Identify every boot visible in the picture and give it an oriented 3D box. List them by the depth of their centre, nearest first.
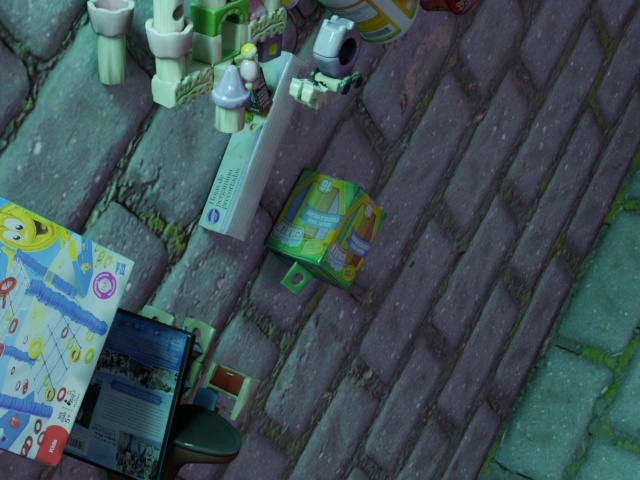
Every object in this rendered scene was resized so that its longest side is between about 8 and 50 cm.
[{"bbox_3d":[-0.241,0.401,2.119,0.096,0.264,0.280,-65,155,-57],"label":"boot"}]

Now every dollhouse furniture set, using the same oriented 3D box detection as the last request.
[{"bbox_3d":[-0.203,0.199,2.131,0.129,0.183,0.129,23,87,-58],"label":"dollhouse furniture set"}]

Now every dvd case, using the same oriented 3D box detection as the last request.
[{"bbox_3d":[-0.300,0.237,2.016,0.022,0.180,0.253,-12,118,-70],"label":"dvd case"}]

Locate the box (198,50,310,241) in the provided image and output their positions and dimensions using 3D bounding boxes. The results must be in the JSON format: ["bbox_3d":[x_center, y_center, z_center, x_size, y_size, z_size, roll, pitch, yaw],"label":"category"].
[{"bbox_3d":[-0.110,-0.162,2.188,0.067,0.063,0.324,20,90,-56],"label":"box"}]

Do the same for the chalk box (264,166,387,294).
[{"bbox_3d":[0.000,0.000,2.373,0.213,0.132,0.132,-64,146,-10],"label":"chalk box"}]

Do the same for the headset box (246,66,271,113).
[{"bbox_3d":[-0.118,-0.248,2.130,0.032,0.062,0.083,-47,140,-30],"label":"headset box"}]

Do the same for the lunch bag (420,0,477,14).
[{"bbox_3d":[0.264,-0.600,2.466,0.293,0.120,0.258,-54,140,-26],"label":"lunch bag"}]

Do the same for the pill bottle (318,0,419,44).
[{"bbox_3d":[0.060,-0.441,2.220,0.245,0.136,0.136,31,81,-57],"label":"pill bottle"}]

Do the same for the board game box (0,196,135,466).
[{"bbox_3d":[-0.434,0.109,1.727,0.302,0.086,0.308,29,75,-40],"label":"board game box"}]

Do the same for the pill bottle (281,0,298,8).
[{"bbox_3d":[-0.070,-0.413,2.130,0.083,0.043,0.043,28,83,-57],"label":"pill bottle"}]

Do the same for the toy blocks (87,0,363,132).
[{"bbox_3d":[-0.128,-0.341,1.837,0.288,0.309,0.260,-33,139,-44],"label":"toy blocks"}]
